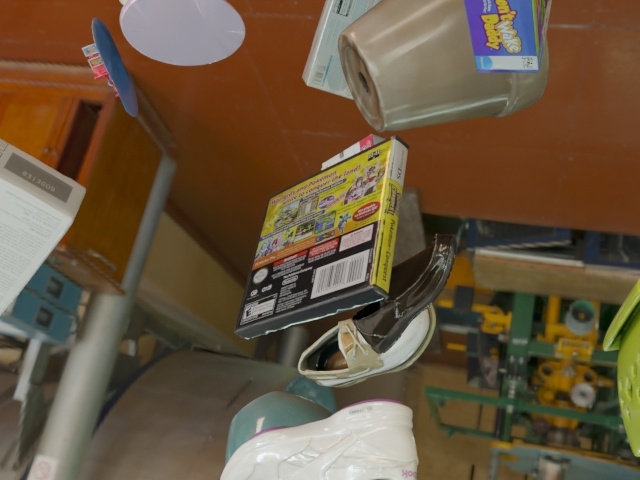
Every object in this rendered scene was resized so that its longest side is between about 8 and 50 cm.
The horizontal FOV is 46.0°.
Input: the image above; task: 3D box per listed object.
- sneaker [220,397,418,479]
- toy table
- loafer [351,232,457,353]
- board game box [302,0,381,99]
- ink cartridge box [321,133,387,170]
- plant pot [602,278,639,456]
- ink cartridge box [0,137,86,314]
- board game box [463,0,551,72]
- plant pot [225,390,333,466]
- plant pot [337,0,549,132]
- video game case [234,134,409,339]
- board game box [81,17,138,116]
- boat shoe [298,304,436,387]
[{"bbox_3d":[-0.008,0.323,1.029,0.305,0.152,0.114,-24,146,21],"label":"sneaker"},{"bbox_3d":[-0.321,-0.514,1.712,0.274,0.161,0.252,11,123,-31],"label":"toy table"},{"bbox_3d":[0.115,0.071,1.077,0.078,0.080,0.220,32,116,-4],"label":"loafer"},{"bbox_3d":[0.139,-0.400,1.601,0.303,0.224,0.097,15,-162,-13],"label":"board game box"},{"bbox_3d":[0.077,-0.126,1.491,0.063,0.109,0.150,9,156,-39],"label":"ink cartridge box"},{"bbox_3d":[0.548,0.162,1.083,0.228,0.207,0.227,-9,147,-2],"label":"plant pot"},{"bbox_3d":[-0.581,-0.015,1.123,0.308,0.091,0.385,32,123,-24],"label":"ink cartridge box"},{"bbox_3d":[0.239,-0.410,0.894,0.078,0.347,0.233,6,156,22],"label":"board game box"},{"bbox_3d":[-0.081,0.428,1.557,0.290,0.195,0.290,-27,151,-16],"label":"plant pot"},{"bbox_3d":[0.194,-0.333,1.341,0.280,0.323,0.323,-24,159,-7],"label":"plant pot"},{"bbox_3d":[0.000,0.000,1.073,0.275,0.248,0.035,-22,135,41],"label":"video game case"},{"bbox_3d":[-0.352,-0.281,1.248,0.033,0.133,0.169,-18,119,2],"label":"board game box"},{"bbox_3d":[0.079,0.194,1.374,0.103,0.113,0.302,12,141,-38],"label":"boat shoe"}]
